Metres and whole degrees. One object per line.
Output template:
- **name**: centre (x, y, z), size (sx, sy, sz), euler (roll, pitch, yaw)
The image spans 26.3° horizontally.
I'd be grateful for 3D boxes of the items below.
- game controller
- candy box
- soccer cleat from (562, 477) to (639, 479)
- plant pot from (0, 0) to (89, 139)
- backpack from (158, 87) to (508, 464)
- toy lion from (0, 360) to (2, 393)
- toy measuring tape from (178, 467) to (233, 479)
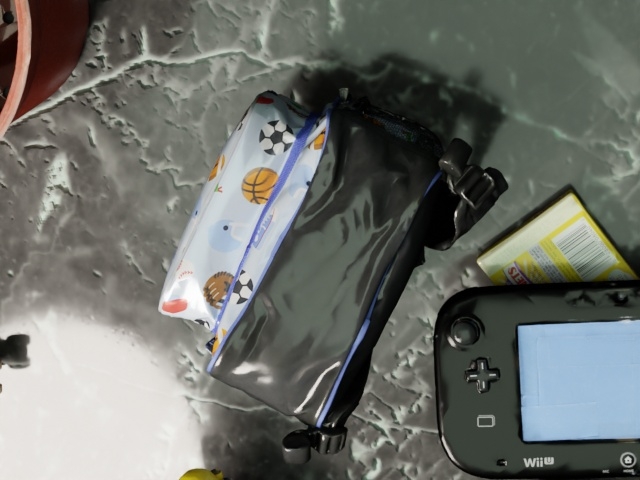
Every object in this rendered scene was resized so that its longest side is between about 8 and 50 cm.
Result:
- **game controller**: centre (0.257, 0.117, 1.160), size (0.319, 0.067, 0.166), euler (-3, 83, 8)
- **candy box**: centre (0.242, 0.066, 1.210), size (0.105, 0.027, 0.206), euler (-36, 95, 16)
- **soccer cleat**: centre (0.303, 0.253, 1.170), size (0.331, 0.143, 0.116), euler (-10, 84, 12)
- **plant pot**: centre (-0.322, -0.181, 1.109), size (0.272, 0.265, 0.272), euler (2, 102, 7)
- **backpack**: centre (0.000, 0.000, 1.109), size (0.213, 0.263, 0.276), euler (32, 101, 5)
- **toy lion**: centre (-0.360, 0.124, 1.283), size (0.100, 0.096, 0.034), euler (-7, 106, -32)
- **toy measuring tape**: centre (-0.067, 0.341, 1.290), size (0.121, 0.121, 0.330), euler (-9, 118, 10)
